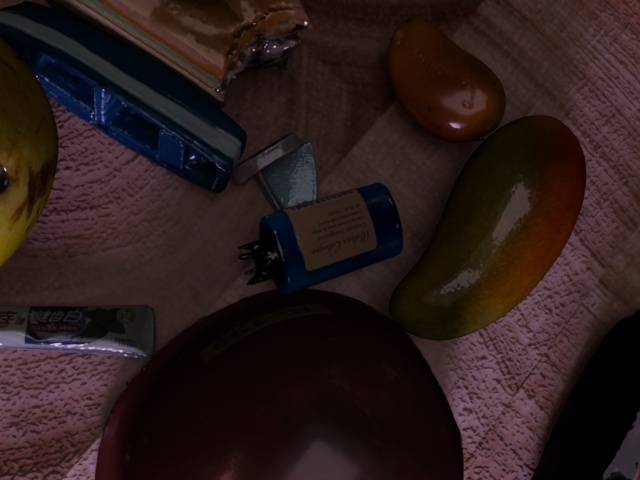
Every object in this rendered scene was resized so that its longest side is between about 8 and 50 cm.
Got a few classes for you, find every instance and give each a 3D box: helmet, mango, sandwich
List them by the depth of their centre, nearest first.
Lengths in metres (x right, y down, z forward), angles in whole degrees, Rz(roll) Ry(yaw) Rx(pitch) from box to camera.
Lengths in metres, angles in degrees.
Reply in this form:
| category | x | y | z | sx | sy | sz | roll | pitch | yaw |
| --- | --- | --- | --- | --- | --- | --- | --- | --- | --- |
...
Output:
| category | x | y | z | sx | sy | sz | roll | pitch | yaw |
| --- | --- | --- | --- | --- | --- | --- | --- | --- | --- |
| helmet | -0.021 | 0.215 | 0.623 | 0.385 | 0.230 | 0.337 | -16 | 88 | -15 |
| sandwich | -0.150 | -0.225 | 0.678 | 0.227 | 0.155 | 0.198 | -23 | 89 | -13 |
| mango | 0.195 | -0.009 | 0.743 | 0.146 | 0.129 | 0.289 | 33 | 87 | -45 |
| mango | 0.135 | -0.175 | 0.773 | 0.105 | 0.084 | 0.159 | -39 | 71 | -14 |

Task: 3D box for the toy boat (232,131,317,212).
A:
| category | x | y | z | sx | sy | sz | roll | pitch | yaw |
| --- | --- | --- | --- | --- | --- | --- | --- | --- | --- |
| toy boat | -0.031 | -0.050 | 0.753 | 0.096 | 0.034 | 0.122 | -33 | 100 | -8 |

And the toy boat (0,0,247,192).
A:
| category | x | y | z | sx | sy | sz | roll | pitch | yaw |
| --- | --- | --- | --- | --- | --- | --- | --- | --- | --- |
| toy boat | -0.211 | -0.156 | 0.693 | 0.299 | 0.096 | 0.062 | 32 | 68 | -5 |

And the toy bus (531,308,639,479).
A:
| category | x | y | z | sx | sy | sz | roll | pitch | yaw |
| --- | --- | --- | --- | --- | --- | --- | --- | --- | --- |
| toy bus | 0.356 | 0.226 | 0.750 | 0.147 | 0.127 | 0.303 | 32 | 79 | -10 |

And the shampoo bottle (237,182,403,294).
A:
| category | x | y | z | sx | sy | sz | roll | pitch | yaw |
| --- | --- | --- | --- | --- | --- | --- | --- | --- | --- |
| shampoo bottle | 0.000 | 0.000 | 0.722 | 0.183 | 0.050 | 0.087 | -18 | 98 | -24 |

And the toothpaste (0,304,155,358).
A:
| category | x | y | z | sx | sy | sz | roll | pitch | yaw |
| --- | --- | --- | --- | --- | --- | --- | --- | --- | --- |
| toothpaste | -0.284 | 0.088 | 0.676 | 0.233 | 0.038 | 0.060 | 3 | 57 | -12 |

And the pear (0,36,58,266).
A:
| category | x | y | z | sx | sy | sz | roll | pitch | yaw |
| --- | --- | --- | --- | --- | --- | --- | --- | --- | --- |
| pear | -0.361 | -0.081 | 0.557 | 0.283 | 0.283 | 0.283 | 1 | 84 | -12 |
